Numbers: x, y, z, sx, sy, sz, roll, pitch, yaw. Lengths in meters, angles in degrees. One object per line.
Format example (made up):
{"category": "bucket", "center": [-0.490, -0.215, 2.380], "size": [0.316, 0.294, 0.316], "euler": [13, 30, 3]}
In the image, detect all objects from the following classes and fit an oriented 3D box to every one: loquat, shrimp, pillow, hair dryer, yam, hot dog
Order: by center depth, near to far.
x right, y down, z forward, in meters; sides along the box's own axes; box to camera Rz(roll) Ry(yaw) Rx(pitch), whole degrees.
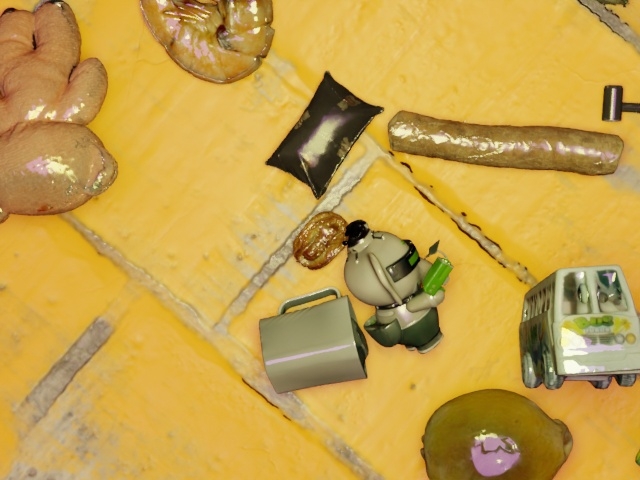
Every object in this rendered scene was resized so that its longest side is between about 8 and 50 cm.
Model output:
{"category": "loquat", "center": [0.223, 0.265, 1.579], "size": [0.195, 0.152, 0.152], "euler": [-5, 92, 11]}
{"category": "yam", "center": [0.234, -0.124, 1.597], "size": [0.299, 0.066, 0.066], "euler": [6, 93, 2]}
{"category": "shrimp", "center": [-0.146, -0.350, 1.607], "size": [0.178, 0.075, 0.289], "euler": [2, 106, 5]}
{"category": "hair dryer", "center": [0.407, -0.175, 1.609], "size": [0.083, 0.026, 0.047], "euler": [4, 94, -1]}
{"category": "pillow", "center": [0.005, -0.135, 1.615], "size": [0.090, 0.048, 0.150], "euler": [34, 89, -8]}
{"category": "hot dog", "center": [0.000, 0.000, 1.627], "size": [0.058, 0.035, 0.083], "euler": [41, 94, -5]}

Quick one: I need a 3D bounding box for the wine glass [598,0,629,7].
{"category": "wine glass", "center": [0.391, -0.380, 1.577], "size": [0.072, 0.072, 0.155], "euler": [25, 93, 1]}

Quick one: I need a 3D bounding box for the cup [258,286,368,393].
{"category": "cup", "center": [-0.008, 0.123, 1.606], "size": [0.129, 0.095, 0.128], "euler": [-13, 56, 5]}

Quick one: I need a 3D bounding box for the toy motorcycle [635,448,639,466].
{"category": "toy motorcycle", "center": [0.521, 0.158, 1.563], "size": [0.206, 0.142, 0.342], "euler": [31, 92, 2]}

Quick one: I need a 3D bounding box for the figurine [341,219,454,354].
{"category": "figurine", "center": [0.091, 0.054, 1.580], "size": [0.126, 0.147, 0.192], "euler": [-39, 110, -13]}

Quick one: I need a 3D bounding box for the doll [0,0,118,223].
{"category": "doll", "center": [-0.351, -0.160, 1.602], "size": [0.201, 0.156, 0.303], "euler": [-11, 63, 11]}

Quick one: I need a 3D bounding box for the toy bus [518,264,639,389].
{"category": "toy bus", "center": [0.302, 0.109, 1.475], "size": [0.109, 0.330, 0.136], "euler": [-2, 82, 2]}
